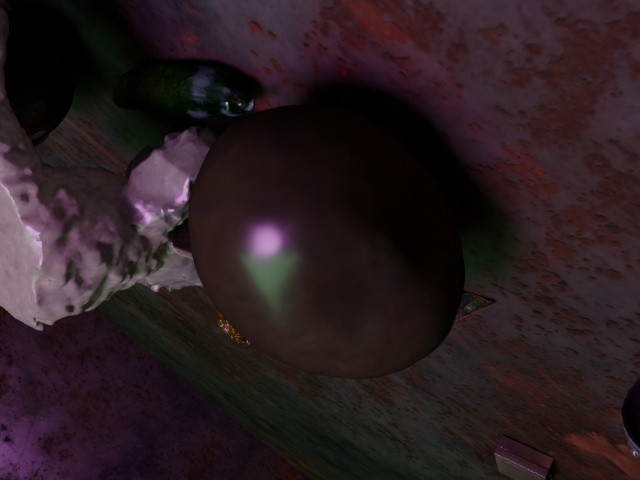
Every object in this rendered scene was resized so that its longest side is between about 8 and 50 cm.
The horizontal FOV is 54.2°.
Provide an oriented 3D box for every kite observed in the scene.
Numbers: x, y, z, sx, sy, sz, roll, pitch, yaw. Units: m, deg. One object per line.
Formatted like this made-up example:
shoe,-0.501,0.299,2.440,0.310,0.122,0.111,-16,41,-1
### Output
kite,0.114,0.055,0.722,0.189,0.010,0.159,17,148,33

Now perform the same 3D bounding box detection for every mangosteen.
mangosteen,-0.378,-0.189,0.763,0.172,0.172,0.184,29,158,16

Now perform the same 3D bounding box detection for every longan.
longan,0.000,0.000,0.526,0.245,0.215,0.246,13,166,3

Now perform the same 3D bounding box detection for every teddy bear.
teddy bear,-0.215,-0.084,0.691,0.327,0.362,0.376,-8,107,41

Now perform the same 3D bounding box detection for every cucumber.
cucumber,-0.145,-0.154,0.642,0.250,0.056,0.056,15,148,40

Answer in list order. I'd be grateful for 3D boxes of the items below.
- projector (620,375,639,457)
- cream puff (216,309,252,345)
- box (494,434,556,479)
projector,0.399,0.252,0.581,0.337,0.108,0.108,48,153,-24
cream puff,-0.100,0.110,0.962,0.126,0.103,0.144,8,162,0
box,0.308,0.337,0.936,0.083,0.035,0.079,19,150,32
